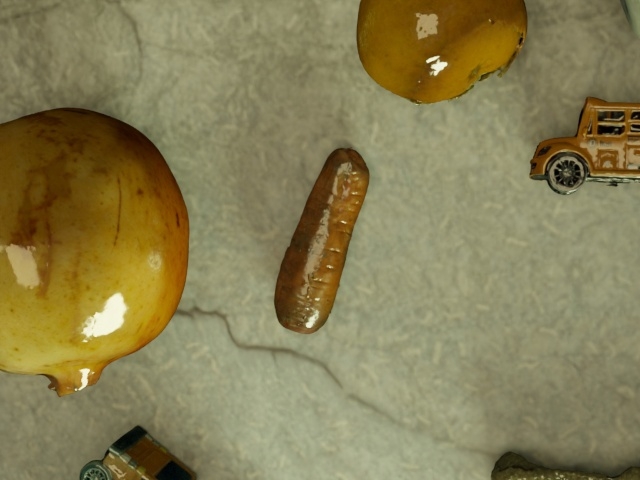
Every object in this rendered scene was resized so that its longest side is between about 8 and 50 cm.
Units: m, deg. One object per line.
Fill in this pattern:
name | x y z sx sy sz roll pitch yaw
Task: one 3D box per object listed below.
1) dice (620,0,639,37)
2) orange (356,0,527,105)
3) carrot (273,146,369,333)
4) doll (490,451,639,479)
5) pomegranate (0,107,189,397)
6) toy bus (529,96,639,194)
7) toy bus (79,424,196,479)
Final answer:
dice | 0.320 -0.281 1.097 0.192 0.194 0.193 -17 96 14
orange | 0.104 -0.193 1.180 0.157 0.156 0.134 -30 71 14
carrot | 0.000 0.000 1.273 0.060 0.060 0.186 18 99 8
doll | 0.316 0.250 1.238 0.286 0.091 0.202 -23 101 24
pomegranate | -0.248 0.011 1.224 0.264 0.264 0.264 2 99 11
toy bus | 0.285 -0.082 1.190 0.195 0.083 0.088 2 89 8
toy bus | -0.214 0.288 1.342 0.103 0.091 0.182 38 102 4
